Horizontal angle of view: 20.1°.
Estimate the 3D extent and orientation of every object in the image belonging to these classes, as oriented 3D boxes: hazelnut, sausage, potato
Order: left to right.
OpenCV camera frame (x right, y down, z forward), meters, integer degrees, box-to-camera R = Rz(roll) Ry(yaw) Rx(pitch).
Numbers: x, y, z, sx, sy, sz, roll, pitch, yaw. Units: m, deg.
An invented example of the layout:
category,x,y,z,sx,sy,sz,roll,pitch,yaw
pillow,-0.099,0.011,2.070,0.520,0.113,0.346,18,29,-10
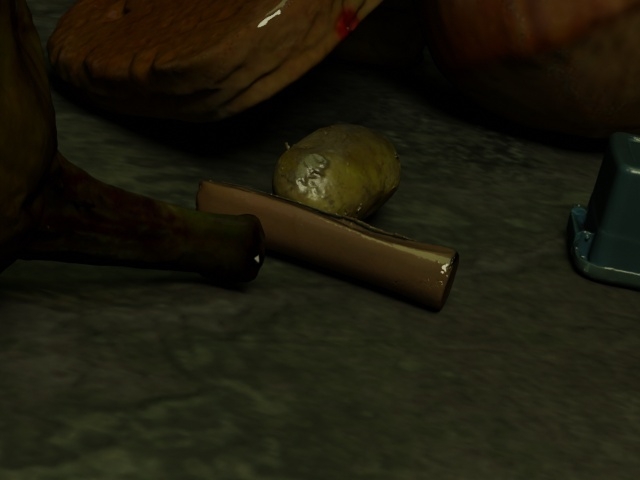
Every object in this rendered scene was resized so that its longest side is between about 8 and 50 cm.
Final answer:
category,x,y,z,sx,sy,sz,roll,pitch,yaw
sausage,0.000,0.000,0.736,0.116,0.026,0.026,17,21,17
potato,0.010,-0.029,0.791,0.046,0.045,0.092,-20,6,23
hazelnut,0.148,-0.155,0.983,0.214,0.214,0.176,3,-6,-23

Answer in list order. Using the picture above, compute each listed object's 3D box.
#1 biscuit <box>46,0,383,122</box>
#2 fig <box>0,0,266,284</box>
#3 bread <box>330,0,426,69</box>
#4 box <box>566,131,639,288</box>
category,x,y,z,sx,sy,sz,roll,pitch,yaw
biscuit,-0.034,-0.152,0.928,0.262,0.052,0.277,3,44,48
fig,-0.127,-0.039,0.583,0.290,0.190,0.190,23,16,-19
bread,0.023,-0.169,1.121,0.114,0.083,0.211,7,19,-1
box,0.165,-0.010,0.813,0.099,0.054,0.074,11,18,0
